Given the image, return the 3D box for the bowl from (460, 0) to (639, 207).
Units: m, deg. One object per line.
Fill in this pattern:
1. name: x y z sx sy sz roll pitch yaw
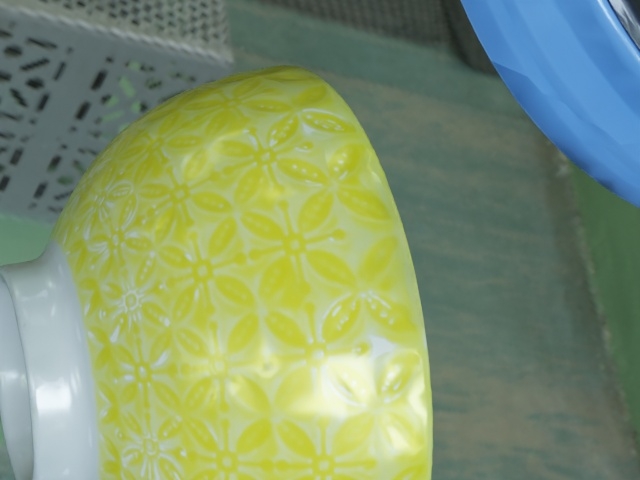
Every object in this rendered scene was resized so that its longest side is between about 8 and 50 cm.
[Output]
1. bowl: 0.226 -0.206 0.774 0.391 0.077 0.391 10 73 -36

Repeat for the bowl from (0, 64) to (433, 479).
1. bowl: -0.077 0.061 0.649 0.156 0.289 0.289 -7 62 -21
